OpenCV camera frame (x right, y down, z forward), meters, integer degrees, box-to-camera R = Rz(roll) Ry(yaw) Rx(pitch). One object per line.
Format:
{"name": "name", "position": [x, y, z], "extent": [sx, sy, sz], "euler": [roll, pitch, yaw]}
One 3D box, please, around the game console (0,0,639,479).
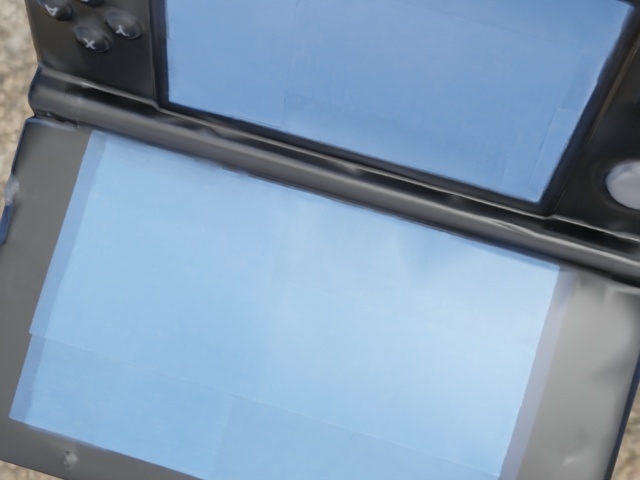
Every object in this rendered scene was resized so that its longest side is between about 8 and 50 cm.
{"name": "game console", "position": [0.000, 0.000, 0.426], "extent": [0.293, 0.250, 0.173], "euler": [15, 60, 3]}
